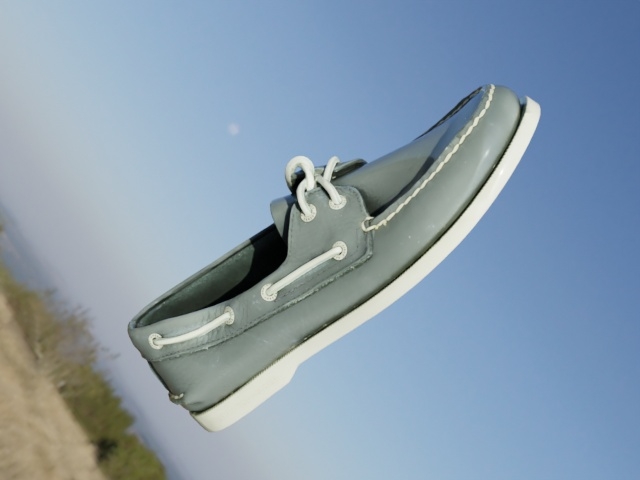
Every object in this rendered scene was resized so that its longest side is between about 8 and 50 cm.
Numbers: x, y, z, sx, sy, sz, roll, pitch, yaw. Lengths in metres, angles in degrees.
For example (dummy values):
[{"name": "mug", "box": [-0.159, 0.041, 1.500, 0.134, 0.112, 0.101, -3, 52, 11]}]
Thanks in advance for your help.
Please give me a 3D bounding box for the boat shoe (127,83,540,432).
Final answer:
[{"name": "boat shoe", "box": [0.000, 0.000, 0.700, 0.099, 0.319, 0.116, 44, 21, -11]}]
